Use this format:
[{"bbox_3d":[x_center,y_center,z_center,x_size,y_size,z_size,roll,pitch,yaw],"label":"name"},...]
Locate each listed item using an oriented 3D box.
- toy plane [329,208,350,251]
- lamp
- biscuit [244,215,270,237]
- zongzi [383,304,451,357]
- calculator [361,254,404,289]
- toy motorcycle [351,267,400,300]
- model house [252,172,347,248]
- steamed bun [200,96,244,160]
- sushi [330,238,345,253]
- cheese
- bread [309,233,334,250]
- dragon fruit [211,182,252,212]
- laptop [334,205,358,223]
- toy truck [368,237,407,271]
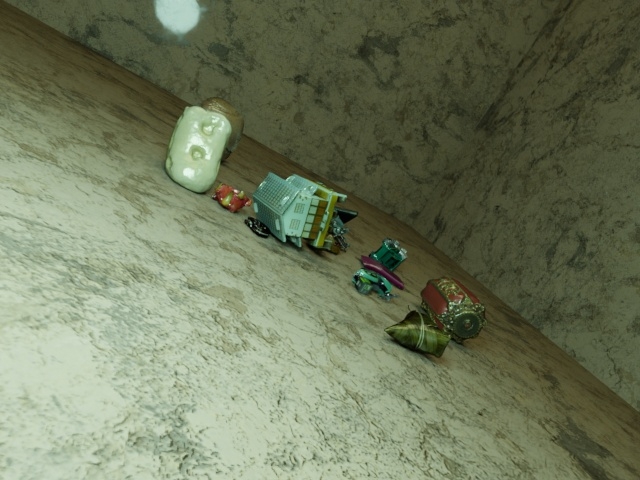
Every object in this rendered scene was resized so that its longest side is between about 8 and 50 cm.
[{"bbox_3d":[0.040,-0.064,1.857,0.222,0.105,0.326,57,5,-11],"label":"toy plane"},{"bbox_3d":[0.443,0.223,1.570,0.177,0.177,0.274,29,10,-13],"label":"lamp"},{"bbox_3d":[-0.188,-0.041,1.386,0.089,0.027,0.087,34,10,2],"label":"biscuit"},{"bbox_3d":[0.222,0.224,1.243,0.184,0.084,0.187,18,9,-15],"label":"zongzi"},{"bbox_3d":[0.238,0.117,1.794,0.191,0.034,0.126,31,10,-7],"label":"calculator"},{"bbox_3d":[0.172,0.142,1.479,0.173,0.058,0.100,21,23,-36],"label":"toy motorcycle"},{"bbox_3d":[-0.074,-0.098,1.450,0.216,0.198,0.224,10,16,-33],"label":"model house"},{"bbox_3d":[-0.435,-0.461,2.001,0.199,0.251,0.301,42,15,-4],"label":"steamed bun"},{"bbox_3d":[0.043,0.018,1.674,0.050,0.047,0.099,36,11,34],"label":"sushi"},{"bbox_3d":[-0.398,-0.253,1.473,0.174,0.251,0.248,14,-19,-19],"label":"cheese"},{"bbox_3d":[0.000,0.000,1.580,0.113,0.082,0.060,-115,-174,-64],"label":"bread"},{"bbox_3d":[-0.274,-0.123,1.429,0.127,0.068,0.112,23,-9,25],"label":"dragon fruit"},{"bbox_3d":[0.036,-0.113,1.948,0.207,0.026,0.154,12,-16,-21],"label":"laptop"},{"bbox_3d":[0.298,0.067,1.985,0.116,0.110,0.216,50,17,18],"label":"toy truck"}]
